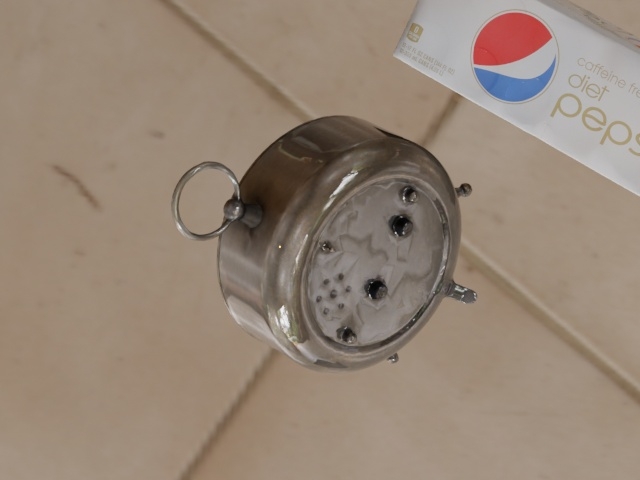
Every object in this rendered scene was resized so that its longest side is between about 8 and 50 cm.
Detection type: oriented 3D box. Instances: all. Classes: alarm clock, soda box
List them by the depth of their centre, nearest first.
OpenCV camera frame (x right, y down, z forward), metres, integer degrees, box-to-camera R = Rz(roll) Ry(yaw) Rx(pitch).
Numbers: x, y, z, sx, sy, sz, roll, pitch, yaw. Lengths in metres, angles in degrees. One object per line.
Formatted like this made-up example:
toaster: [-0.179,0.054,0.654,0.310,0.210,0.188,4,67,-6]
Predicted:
alarm clock: [0.000,0.000,0.979,0.064,0.192,0.129,29,99,49]
soda box: [0.154,-0.090,1.114,0.216,0.069,0.074,32,107,21]
